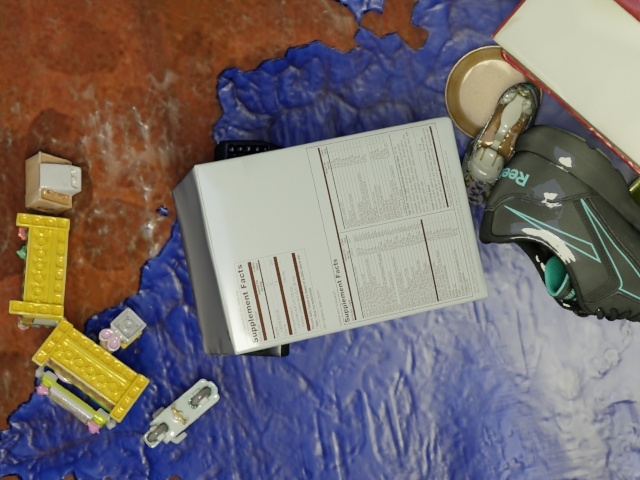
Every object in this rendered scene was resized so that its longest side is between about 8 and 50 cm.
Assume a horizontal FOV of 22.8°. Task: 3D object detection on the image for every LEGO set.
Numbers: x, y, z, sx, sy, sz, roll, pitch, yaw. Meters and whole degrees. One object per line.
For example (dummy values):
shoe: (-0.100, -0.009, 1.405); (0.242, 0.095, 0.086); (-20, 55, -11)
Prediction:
LEGO set: (-0.220, 0.071, 1.417); (0.132, 0.107, 0.287); (-30, 80, -25)

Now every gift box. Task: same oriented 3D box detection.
gift box: (0.313, -0.154, 1.175); (0.258, 0.255, 0.276); (44, 104, 8)

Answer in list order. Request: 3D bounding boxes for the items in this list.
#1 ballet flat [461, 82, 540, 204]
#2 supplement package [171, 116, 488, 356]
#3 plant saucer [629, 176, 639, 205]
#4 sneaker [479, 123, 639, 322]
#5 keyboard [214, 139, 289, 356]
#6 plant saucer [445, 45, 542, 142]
ballet flat: (0.149, -0.083, 1.343); (0.041, 0.041, 0.114); (28, 97, 8)
supplement package: (0.000, 0.000, 1.280); (0.203, 0.194, 0.149); (-12, 88, -12)
plant saucer: (0.356, -0.010, 1.322); (0.188, 0.045, 0.188); (-45, 84, 8)
sneaker: (0.236, 0.026, 1.242); (0.267, 0.101, 0.106); (38, 76, -10)
keyboard: (-0.052, 0.007, 1.399); (0.100, 0.038, 0.192); (1, 92, 10)
plant saucer: (0.150, -0.126, 1.370); (0.083, 0.015, 0.083); (0, 92, 9)
